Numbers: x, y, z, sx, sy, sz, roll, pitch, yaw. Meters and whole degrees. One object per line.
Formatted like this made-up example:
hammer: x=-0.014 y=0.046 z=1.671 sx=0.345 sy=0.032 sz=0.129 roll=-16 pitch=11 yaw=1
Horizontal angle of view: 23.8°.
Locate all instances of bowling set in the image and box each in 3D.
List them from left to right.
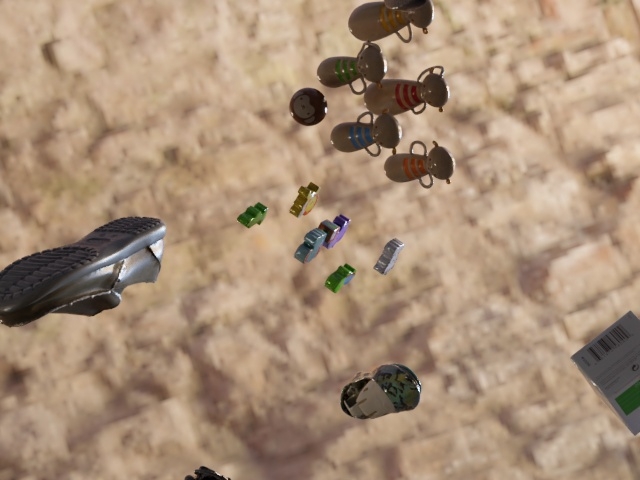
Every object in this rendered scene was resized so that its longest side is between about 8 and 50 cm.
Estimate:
bowling set: x=0.074 y=-0.187 z=2.097 sx=0.200 sy=0.287 sz=0.154 roll=-25 pitch=-166 yaw=-38

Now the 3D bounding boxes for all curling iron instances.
curling iron: x=-0.128 y=0.344 z=2.025 sx=0.068 sy=0.035 sz=0.274 roll=20 pitch=164 yaw=12

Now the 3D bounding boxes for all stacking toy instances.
stacking toy: x=0.000 y=0.000 z=2.063 sx=0.221 sy=0.167 sz=0.052 roll=-26 pitch=146 yaw=-61

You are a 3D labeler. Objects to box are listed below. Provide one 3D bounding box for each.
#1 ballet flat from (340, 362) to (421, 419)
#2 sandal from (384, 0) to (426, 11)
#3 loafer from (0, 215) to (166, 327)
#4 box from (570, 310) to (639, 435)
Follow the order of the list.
ballet flat: x=0.067 y=0.189 z=1.820 sx=0.070 sy=0.070 sz=0.188 roll=-18 pitch=174 yaw=-15
sandal: x=0.095 y=-0.320 z=1.736 sx=0.054 sy=0.097 sz=0.254 roll=3 pitch=-163 yaw=-11
loafer: x=-0.256 y=0.048 z=1.663 sx=0.094 sy=0.087 sz=0.251 roll=8 pitch=-157 yaw=39
box: x=0.391 y=0.166 z=1.904 sx=0.101 sy=0.087 sz=0.102 roll=-38 pitch=-144 yaw=2
